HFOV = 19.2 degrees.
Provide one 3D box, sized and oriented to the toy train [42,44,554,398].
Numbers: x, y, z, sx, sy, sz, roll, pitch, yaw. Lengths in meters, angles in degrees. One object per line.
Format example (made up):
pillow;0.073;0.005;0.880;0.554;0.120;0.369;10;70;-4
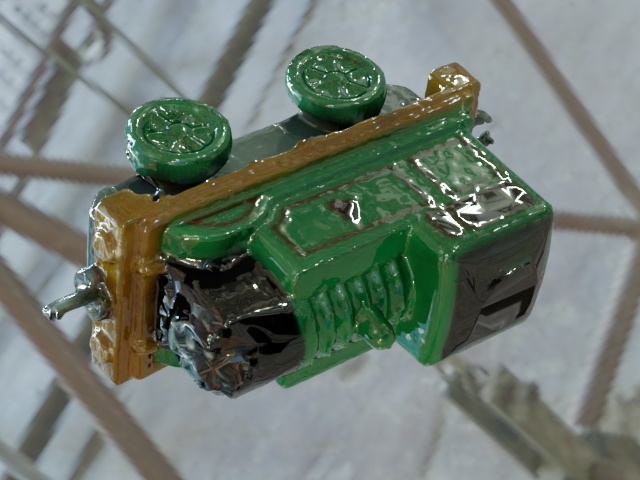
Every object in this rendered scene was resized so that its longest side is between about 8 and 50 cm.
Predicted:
toy train;0.000;0.000;0.769;0.228;0.091;0.136;-24;50;-33
